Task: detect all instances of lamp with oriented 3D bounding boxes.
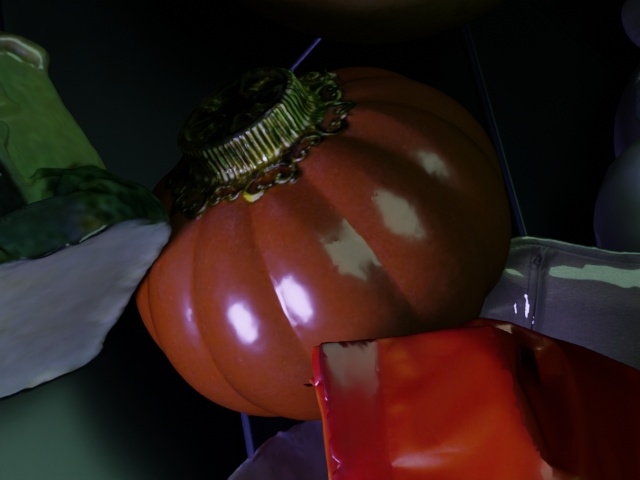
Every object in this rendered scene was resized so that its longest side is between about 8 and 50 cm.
[{"bbox_3d":[0.000,0.000,0.613,0.197,0.223,0.223,57,50,-29],"label":"lamp"}]

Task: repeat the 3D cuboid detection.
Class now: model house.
[{"bbox_3d":[-0.220,-0.015,0.534,0.214,0.195,0.189,-22,70,-34],"label":"model house"}]

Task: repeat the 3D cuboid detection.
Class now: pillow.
[{"bbox_3d":[0.210,0.058,0.726,0.217,0.130,0.033,0,20,-4],"label":"pillow"}]

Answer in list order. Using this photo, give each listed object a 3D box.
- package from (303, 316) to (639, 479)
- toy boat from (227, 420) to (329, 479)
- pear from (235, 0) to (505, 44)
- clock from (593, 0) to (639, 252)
[{"bbox_3d":[0.154,0.173,0.564,0.423,0.123,0.196,27,50,-46],"label":"package"},{"bbox_3d":[0.023,0.222,0.588,0.276,0.111,0.294,7,54,-33],"label":"toy boat"},{"bbox_3d":[0.037,-0.281,0.718,0.314,0.314,0.314,11,62,-21],"label":"pear"},{"bbox_3d":[0.384,-0.056,0.860,0.342,0.184,0.326,20,63,-10],"label":"clock"}]
